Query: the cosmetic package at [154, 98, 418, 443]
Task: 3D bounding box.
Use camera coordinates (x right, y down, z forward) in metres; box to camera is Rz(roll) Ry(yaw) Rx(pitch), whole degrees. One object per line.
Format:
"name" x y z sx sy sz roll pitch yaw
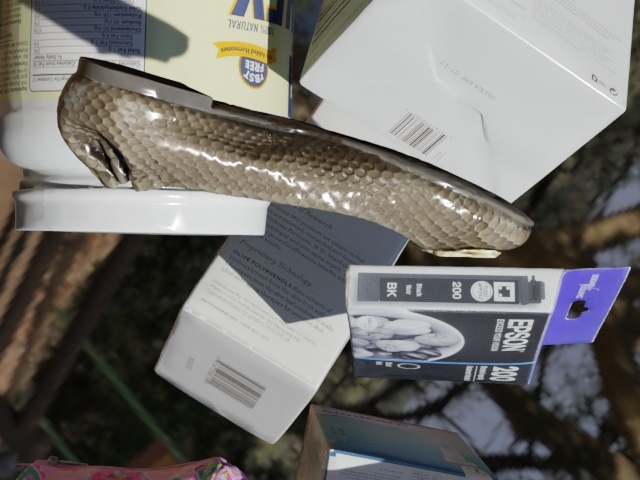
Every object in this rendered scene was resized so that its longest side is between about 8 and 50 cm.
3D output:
"cosmetic package" 0.000 0.000 1.457 0.366 0.155 0.197 -59 180 -29

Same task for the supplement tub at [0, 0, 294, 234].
"supplement tub" -0.138 -0.167 1.137 0.235 0.235 0.325 -1 92 -83

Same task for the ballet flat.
"ballet flat" -0.010 -0.029 0.707 0.084 0.249 0.058 33 -74 67

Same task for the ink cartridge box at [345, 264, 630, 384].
"ink cartridge box" 0.126 0.068 1.130 0.206 0.208 0.045 81 10 -70

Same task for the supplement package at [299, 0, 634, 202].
"supplement package" 0.117 -0.175 1.090 0.149 0.194 0.203 -41 -156 43

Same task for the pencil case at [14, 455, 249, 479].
"pencil case" -0.223 0.307 1.642 0.124 0.284 0.124 -3 90 -69

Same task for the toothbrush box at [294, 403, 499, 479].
"toothbrush box" 0.089 0.312 1.836 0.295 0.216 0.126 -137 -122 -82
